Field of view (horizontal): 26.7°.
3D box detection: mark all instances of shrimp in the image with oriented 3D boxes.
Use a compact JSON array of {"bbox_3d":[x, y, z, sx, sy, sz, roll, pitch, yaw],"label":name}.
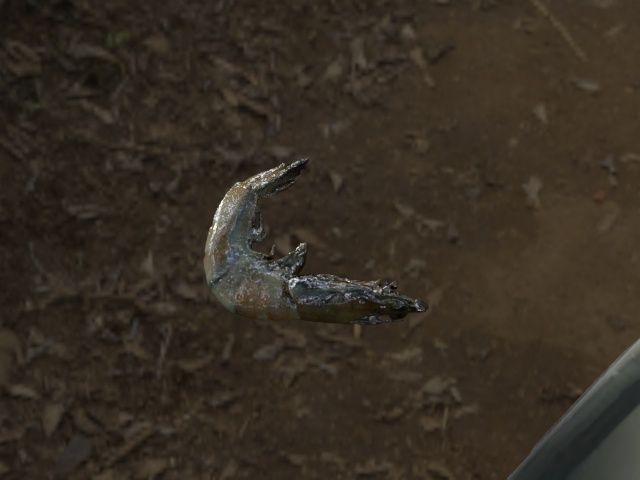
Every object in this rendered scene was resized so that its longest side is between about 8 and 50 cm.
[{"bbox_3d":[0.000,0.001,1.156,0.195,0.035,0.147,6,69,-2],"label":"shrimp"}]

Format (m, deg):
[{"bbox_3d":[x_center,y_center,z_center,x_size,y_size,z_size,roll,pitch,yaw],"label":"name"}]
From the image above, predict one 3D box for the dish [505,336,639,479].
[{"bbox_3d":[0.130,0.111,0.512,0.077,0.212,0.151,4,51,-24],"label":"dish"}]
